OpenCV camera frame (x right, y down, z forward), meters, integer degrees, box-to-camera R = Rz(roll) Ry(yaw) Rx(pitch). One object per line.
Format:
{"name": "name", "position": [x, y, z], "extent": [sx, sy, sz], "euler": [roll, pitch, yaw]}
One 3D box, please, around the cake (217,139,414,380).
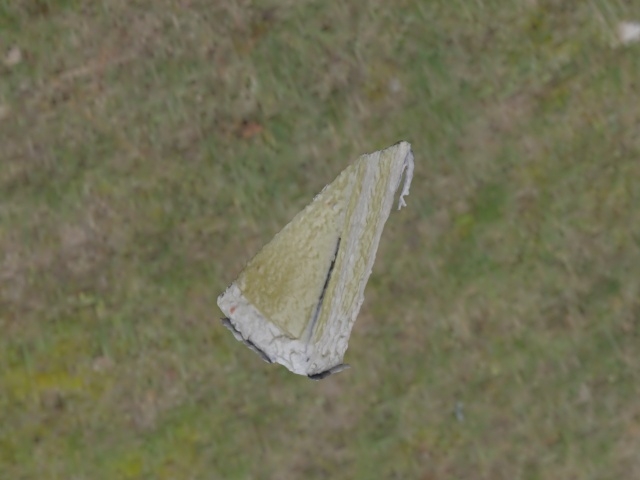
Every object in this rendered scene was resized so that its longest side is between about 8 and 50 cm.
{"name": "cake", "position": [0.000, 0.000, 0.875], "extent": [0.052, 0.065, 0.121], "euler": [-5, 122, -54]}
